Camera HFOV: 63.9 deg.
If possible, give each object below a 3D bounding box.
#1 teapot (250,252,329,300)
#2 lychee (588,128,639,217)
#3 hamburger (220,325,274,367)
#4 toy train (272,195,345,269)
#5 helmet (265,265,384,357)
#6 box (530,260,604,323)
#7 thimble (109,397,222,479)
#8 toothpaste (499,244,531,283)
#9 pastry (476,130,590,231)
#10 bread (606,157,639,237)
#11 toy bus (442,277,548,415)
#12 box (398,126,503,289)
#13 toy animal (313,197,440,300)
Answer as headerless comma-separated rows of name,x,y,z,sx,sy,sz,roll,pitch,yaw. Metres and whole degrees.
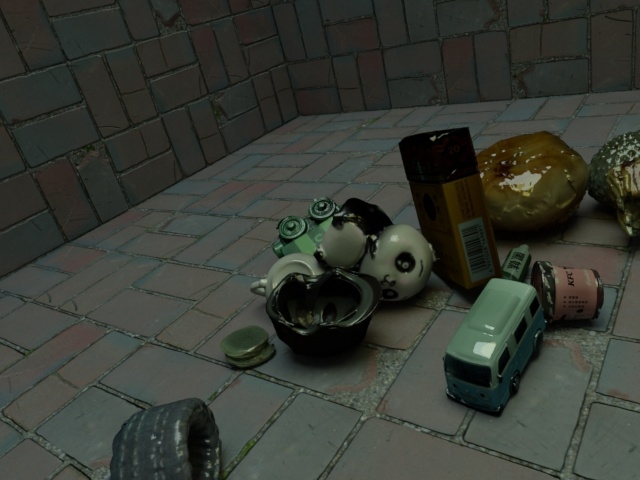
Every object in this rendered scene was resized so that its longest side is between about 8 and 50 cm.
teapot,-0.072,0.137,1.521,0.299,0.139,0.204,3,75,16
lychee,0.949,-0.200,1.560,0.256,0.274,0.255,16,16,-5
hamburger,-0.199,0.288,1.398,0.133,0.062,0.140,-27,26,-32
toy train,0.000,0.000,1.691,0.299,0.166,0.238,-33,52,-4
helmet,0.018,0.202,1.325,0.306,0.177,0.225,0,35,14
box,0.581,0.126,1.219,0.135,0.151,0.151,2,29,13
thimble,-0.298,0.438,1.004,0.172,0.205,0.236,-18,50,5
toothpaste,0.489,0.122,1.359,0.099,0.061,0.392,9,38,33
pastry,0.643,-0.172,1.644,0.410,0.244,0.409,-22,28,12
bread,0.978,-0.092,1.336,0.370,0.191,0.313,-19,65,19
toy bus,0.371,0.215,1.103,0.133,0.164,0.271,11,45,42
box,0.352,-0.099,1.420,0.116,0.414,0.264,-18,12,-5
toy animal,0.167,0.033,1.450,0.310,0.250,0.251,34,42,9
